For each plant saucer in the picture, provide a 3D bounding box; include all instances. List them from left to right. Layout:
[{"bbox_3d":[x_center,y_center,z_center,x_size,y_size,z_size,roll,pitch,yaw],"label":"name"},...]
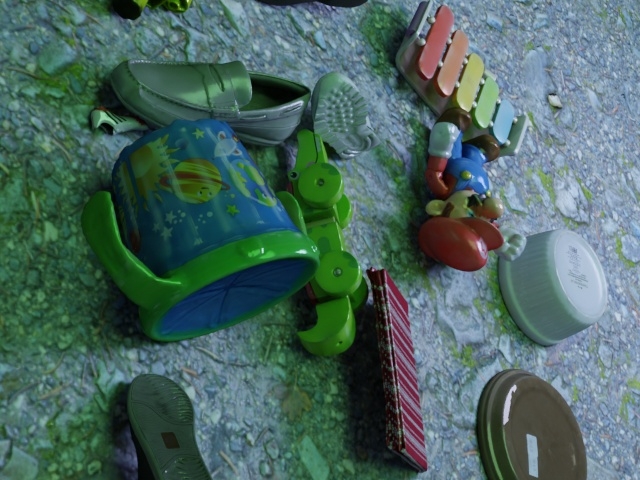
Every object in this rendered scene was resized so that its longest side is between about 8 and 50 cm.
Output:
[{"bbox_3d":[0.363,0.346,1.975,0.278,0.041,0.278,23,56,-39],"label":"plant saucer"}]

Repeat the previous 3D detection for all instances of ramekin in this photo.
[{"bbox_3d":[0.425,0.077,2.124,0.207,0.109,0.207,23,55,-38],"label":"ramekin"}]

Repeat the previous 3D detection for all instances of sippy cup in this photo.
[{"bbox_3d":[-0.149,-0.023,1.476,0.305,0.240,0.224,66,-1,-74],"label":"sippy cup"}]

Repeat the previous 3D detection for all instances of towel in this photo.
[{"bbox_3d":[0.114,0.190,1.728,0.199,0.031,0.274,51,31,-65],"label":"towel"}]

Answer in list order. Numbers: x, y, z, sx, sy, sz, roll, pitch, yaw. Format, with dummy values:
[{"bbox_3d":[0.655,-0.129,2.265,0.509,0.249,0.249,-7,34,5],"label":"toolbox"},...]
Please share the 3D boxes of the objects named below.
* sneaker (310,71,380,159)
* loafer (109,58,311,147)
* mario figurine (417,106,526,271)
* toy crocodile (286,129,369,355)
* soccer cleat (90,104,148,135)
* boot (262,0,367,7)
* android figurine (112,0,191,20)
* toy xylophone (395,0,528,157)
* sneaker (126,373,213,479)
[{"bbox_3d":[0.024,-0.205,1.800,0.235,0.090,0.094,62,8,-69],"label":"sneaker"},{"bbox_3d":[-0.145,-0.206,1.629,0.319,0.111,0.112,3,50,-49],"label":"loafer"},{"bbox_3d":[0.263,-0.086,1.976,0.198,0.170,0.320,11,48,-5],"label":"mario figurine"},{"bbox_3d":[0.000,0.000,1.711,0.115,0.105,0.340,65,14,-69],"label":"toy crocodile"},{"bbox_3d":[-0.264,-0.151,1.551,0.083,0.029,0.035,16,69,-39],"label":"soccer cleat"},{"bbox_3d":[-0.052,-0.450,1.906,0.305,0.112,0.115,1,40,-43],"label":"boot"},{"bbox_3d":[-0.263,-0.441,1.676,0.248,0.056,0.273,38,47,-28],"label":"android figurine"},{"bbox_3d":[0.255,-0.302,2.153,0.323,0.081,0.236,40,45,-28],"label":"toy xylophone"},{"bbox_3d":[-0.193,0.266,1.389,0.083,0.118,0.222,5,37,-26],"label":"sneaker"}]
